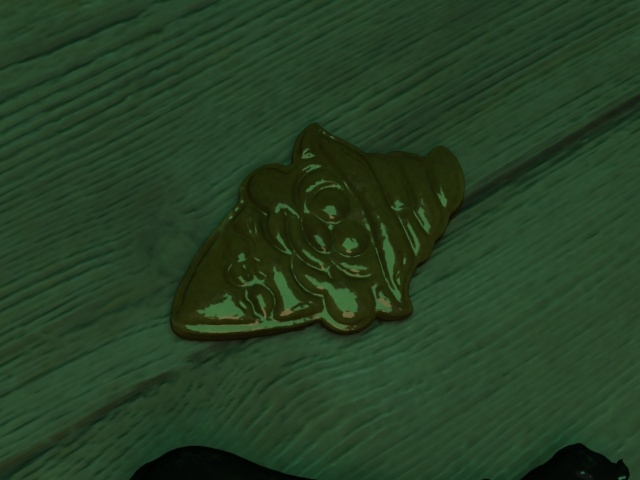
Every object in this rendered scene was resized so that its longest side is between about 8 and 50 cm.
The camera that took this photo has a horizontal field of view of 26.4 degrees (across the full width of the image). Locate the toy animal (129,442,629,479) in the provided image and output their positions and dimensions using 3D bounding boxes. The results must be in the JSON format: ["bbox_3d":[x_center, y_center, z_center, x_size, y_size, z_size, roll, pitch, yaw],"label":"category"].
[{"bbox_3d":[0.037,0.214,0.862,0.343,0.106,0.168,2,60,-12],"label":"toy animal"}]

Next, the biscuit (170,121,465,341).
[{"bbox_3d":[0.000,0.000,0.985,0.250,0.035,0.162,-32,70,-15],"label":"biscuit"}]
